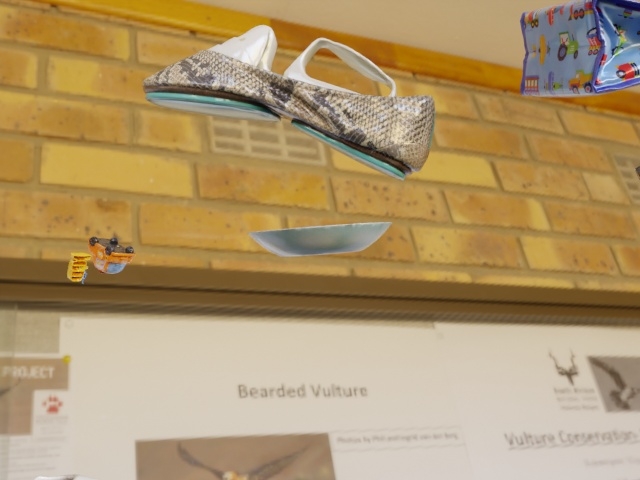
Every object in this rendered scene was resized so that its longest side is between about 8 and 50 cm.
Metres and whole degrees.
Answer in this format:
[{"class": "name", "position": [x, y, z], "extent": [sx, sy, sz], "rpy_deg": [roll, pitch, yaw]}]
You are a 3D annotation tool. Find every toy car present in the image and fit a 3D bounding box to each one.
[{"class": "toy car", "position": [-0.260, 0.022, 0.805], "extent": [0.060, 0.040, 0.122], "rpy_deg": [20, 10, 17]}]

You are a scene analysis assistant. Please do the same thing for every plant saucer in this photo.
[{"class": "plant saucer", "position": [0.000, 0.000, 0.966], "extent": [0.195, 0.037, 0.195], "rpy_deg": [-4, 1, 0]}]

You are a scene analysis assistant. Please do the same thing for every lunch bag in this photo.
[{"class": "lunch bag", "position": [0.486, -0.292, 1.085], "extent": [0.293, 0.138, 0.221], "rpy_deg": [-5, 12, -10]}]

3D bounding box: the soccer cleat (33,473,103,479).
[{"class": "soccer cleat", "position": [-0.158, 0.218, 0.549], "extent": [0.196, 0.068, 0.076], "rpy_deg": [-8, -39, 44]}]

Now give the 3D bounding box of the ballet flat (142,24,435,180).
[{"class": "ballet flat", "position": [-0.044, -0.246, 1.167], "extent": [0.483, 0.182, 0.164], "rpy_deg": [18, 1, 10]}]

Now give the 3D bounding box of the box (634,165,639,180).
[{"class": "box", "position": [0.578, -0.090, 1.023], "extent": [0.175, 0.220, 0.051], "rpy_deg": [-30, -68, 15]}]
